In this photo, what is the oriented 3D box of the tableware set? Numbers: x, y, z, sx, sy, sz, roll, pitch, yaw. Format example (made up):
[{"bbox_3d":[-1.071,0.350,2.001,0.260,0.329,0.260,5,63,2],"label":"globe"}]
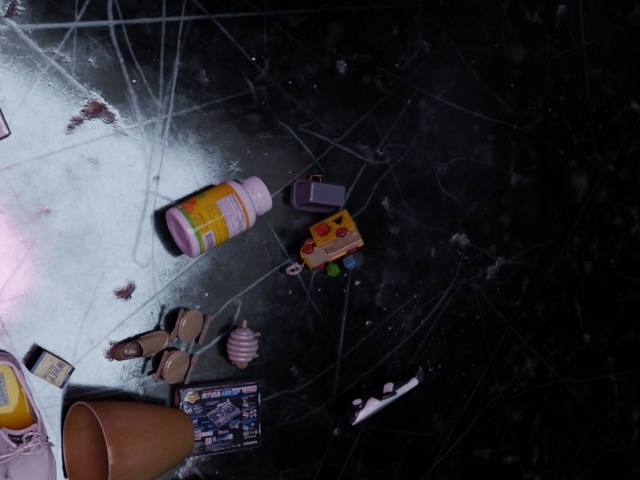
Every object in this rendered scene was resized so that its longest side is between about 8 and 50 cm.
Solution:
[{"bbox_3d":[-0.351,0.260,1.862,0.128,0.039,0.194,26,83,-58],"label":"tableware set"}]

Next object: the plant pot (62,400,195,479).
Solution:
[{"bbox_3d":[-0.431,0.472,1.742,0.254,0.237,0.237,-3,91,-42],"label":"plant pot"}]

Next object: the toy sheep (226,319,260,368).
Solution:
[{"bbox_3d":[-0.200,0.268,1.929,0.091,0.091,0.132,0,95,-28],"label":"toy sheep"}]

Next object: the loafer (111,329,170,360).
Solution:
[{"bbox_3d":[-0.431,0.261,1.823,0.148,0.050,0.056,-20,99,-27],"label":"loafer"}]

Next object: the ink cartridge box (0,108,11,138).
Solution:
[{"bbox_3d":[-0.798,-0.269,1.646,0.179,0.045,0.145,-22,101,-8],"label":"ink cartridge box"}]

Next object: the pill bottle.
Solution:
[{"bbox_3d":[-0.249,-0.068,1.873,0.246,0.136,0.136,-30,103,-25],"label":"pill bottle"}]

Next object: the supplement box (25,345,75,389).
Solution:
[{"bbox_3d":[-0.617,0.290,1.704,0.083,0.083,0.056,37,74,-24],"label":"supplement box"}]

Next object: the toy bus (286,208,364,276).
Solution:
[{"bbox_3d":[0.013,-0.003,2.030,0.202,0.191,0.104,4,45,-29],"label":"toy bus"}]

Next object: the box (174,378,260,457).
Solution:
[{"bbox_3d":[-0.262,0.453,1.912,0.220,0.051,0.175,-1,90,-28],"label":"box"}]

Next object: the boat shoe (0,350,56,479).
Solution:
[{"bbox_3d":[-0.659,0.426,1.640,0.136,0.156,0.366,-13,95,-27],"label":"boat shoe"}]

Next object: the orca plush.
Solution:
[{"bbox_3d":[0.169,0.414,2.118,0.287,0.151,0.102,-28,71,-22],"label":"orca plush"}]

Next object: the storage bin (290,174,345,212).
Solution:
[{"bbox_3d":[0.001,-0.130,2.033,0.135,0.091,0.098,6,87,-29],"label":"storage bin"}]
